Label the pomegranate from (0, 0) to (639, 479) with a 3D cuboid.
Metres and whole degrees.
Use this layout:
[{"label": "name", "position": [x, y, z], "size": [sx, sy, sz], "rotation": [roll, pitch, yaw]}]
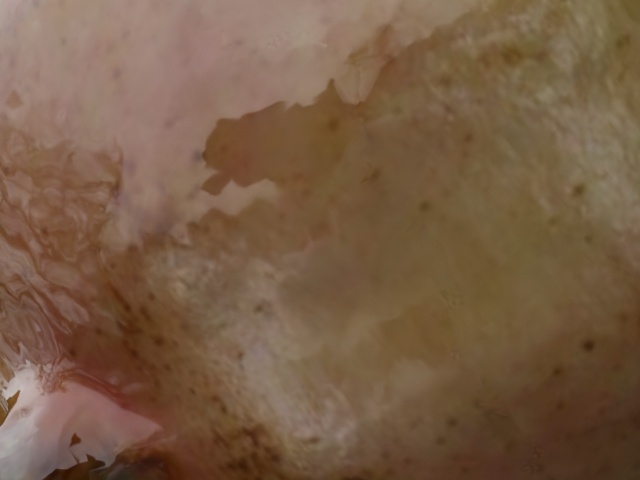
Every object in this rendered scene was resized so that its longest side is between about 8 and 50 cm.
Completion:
[{"label": "pomegranate", "position": [0.000, 0.000, 0.563], "size": [0.338, 0.338, 0.338], "rotation": [-46, 2, 2]}]
